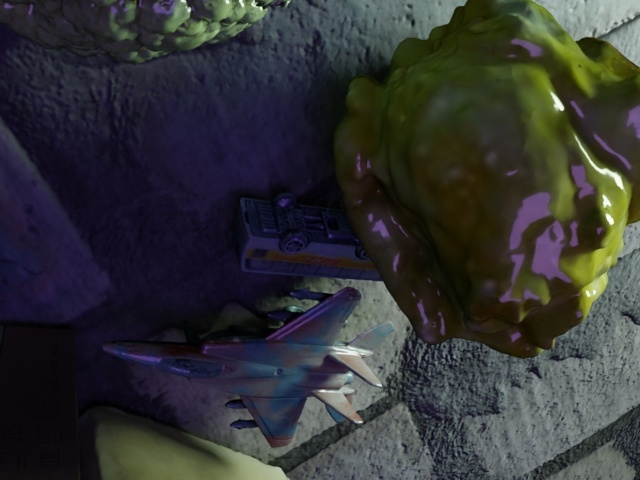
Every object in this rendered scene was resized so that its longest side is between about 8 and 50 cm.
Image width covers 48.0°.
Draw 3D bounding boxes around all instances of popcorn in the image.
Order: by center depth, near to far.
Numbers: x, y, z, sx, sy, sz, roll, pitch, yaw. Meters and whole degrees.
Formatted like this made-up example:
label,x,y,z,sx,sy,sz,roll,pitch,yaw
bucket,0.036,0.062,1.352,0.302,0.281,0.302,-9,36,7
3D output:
label,x,y,z,sx,sy,sz,roll,pitch,yaw
popcorn,0.165,-0.053,0.677,0.312,0.312,0.312,-11,122,-17

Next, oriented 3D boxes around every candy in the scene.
label,x,y,z,sx,sy,sz,roll,pitch,yaw
candy,-0.152,0.327,0.817,0.320,0.179,0.135,34,103,-34

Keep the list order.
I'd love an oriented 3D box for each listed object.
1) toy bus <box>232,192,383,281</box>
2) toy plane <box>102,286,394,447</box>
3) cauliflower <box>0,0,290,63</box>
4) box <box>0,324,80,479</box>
label,x,y,z,sx,sy,sz,roll,pitch,yaw
toy bus,0.000,0.000,0.760,0.190,0.064,0.075,4,139,-25
toy plane,-0.075,0.128,0.781,0.326,0.104,0.223,16,111,-25
cauliflower,-0.137,-0.251,0.472,0.275,0.272,0.250,29,74,-48
box,-0.326,0.173,0.633,0.215,0.215,0.086,8,126,-27
